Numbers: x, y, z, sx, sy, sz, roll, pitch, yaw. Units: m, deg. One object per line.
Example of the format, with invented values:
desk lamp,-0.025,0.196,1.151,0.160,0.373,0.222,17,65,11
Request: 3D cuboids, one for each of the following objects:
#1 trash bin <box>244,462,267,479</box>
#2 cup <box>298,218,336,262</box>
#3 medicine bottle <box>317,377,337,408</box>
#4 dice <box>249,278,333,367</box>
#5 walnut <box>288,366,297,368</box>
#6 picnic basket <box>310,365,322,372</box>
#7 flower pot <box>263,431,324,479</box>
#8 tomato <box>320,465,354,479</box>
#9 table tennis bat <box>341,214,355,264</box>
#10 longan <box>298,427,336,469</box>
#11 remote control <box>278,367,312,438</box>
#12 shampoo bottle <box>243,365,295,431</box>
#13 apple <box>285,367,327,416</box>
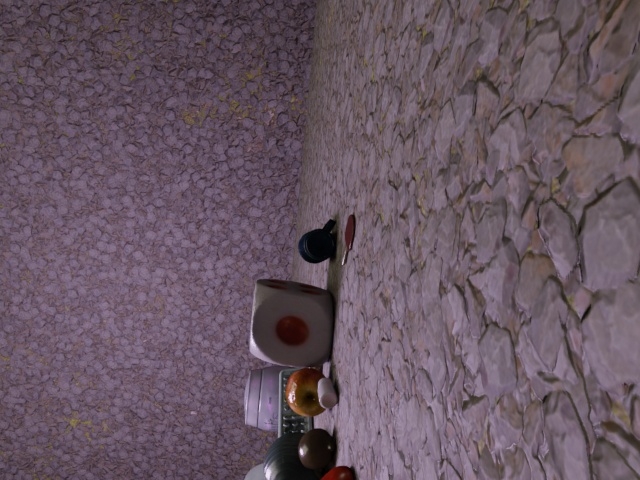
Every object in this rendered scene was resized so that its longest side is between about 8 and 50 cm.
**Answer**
trash bin,-0.196,1.091,1.810,0.432,0.281,0.280,-99,15,-74
cup,-0.011,0.001,1.603,0.138,0.114,0.150,154,118,-80
medicine bottle,0.019,0.430,1.346,0.089,0.052,0.052,-112,27,-74
dice,-0.097,0.266,1.574,0.251,0.259,0.242,-146,63,-83
walnut,-0.144,0.651,2.332,0.207,0.116,0.115,124,151,-61
picnic basket,-0.030,0.446,1.728,0.193,0.055,0.110,-156,71,-84
flower pot,-0.075,0.678,1.423,0.243,0.157,0.189,-26,-86,-83
tomato,0.024,0.585,1.061,0.139,0.091,0.159,-127,44,-77
table tennis bat,0.077,0.002,1.315,0.087,0.013,0.156,-101,18,-57
longan,-0.006,0.575,1.320,0.119,0.106,0.106,-32,41,31
remote control,-0.097,0.645,1.848,0.335,0.128,0.065,-94,-2,-51
shampoo bottle,-0.196,0.682,2.058,0.273,0.267,0.272,-177,90,-84
apple,-0.038,0.461,1.456,0.146,0.147,0.146,-176,90,-83
